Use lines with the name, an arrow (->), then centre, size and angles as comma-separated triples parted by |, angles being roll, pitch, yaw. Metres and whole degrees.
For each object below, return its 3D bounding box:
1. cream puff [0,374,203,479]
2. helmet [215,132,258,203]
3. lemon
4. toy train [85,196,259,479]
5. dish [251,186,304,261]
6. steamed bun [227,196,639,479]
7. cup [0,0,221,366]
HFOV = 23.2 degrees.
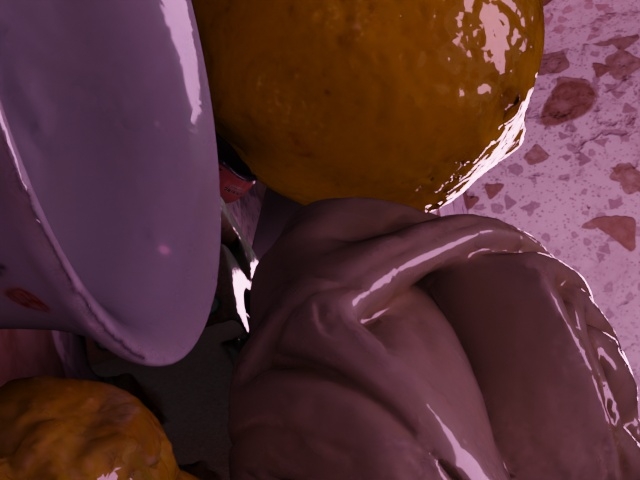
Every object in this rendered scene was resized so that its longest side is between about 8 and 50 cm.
cream puff -> -0.083, 0.218, 0.779 | 0.324, 0.257, 0.291 | -71, 152, -67
helmet -> -0.099, -0.063, 1.444 | 0.065, 0.049, 0.084 | 23, 20, -38
lemon -> 0.036, -0.199, 1.533 | 0.350, 0.387, 0.350 | -61, -175, 8
toy train -> -0.079, 0.103, 1.208 | 0.326, 0.129, 0.159 | 62, 15, -53
dish -> 0.000, 0.000, 1.654 | 0.154, 0.064, 0.234 | 49, 41, -45
steamed bun -> 0.086, 0.137, 1.036 | 0.368, 0.255, 0.343 | -79, 163, -60
cup -> -0.181, -0.093, 0.807 | 0.347, 0.163, 0.347 | -11, 90, -78
